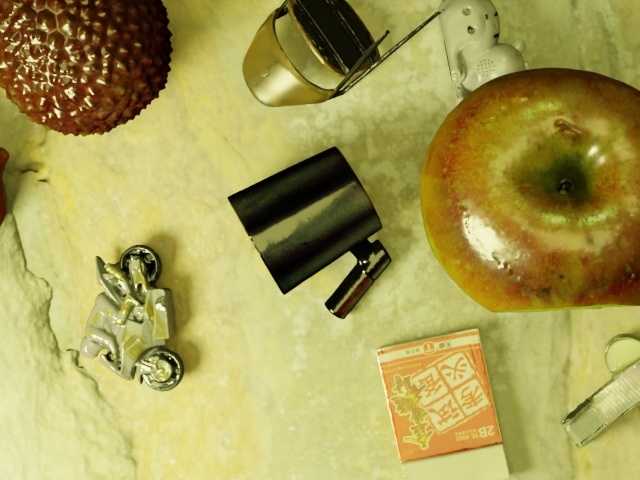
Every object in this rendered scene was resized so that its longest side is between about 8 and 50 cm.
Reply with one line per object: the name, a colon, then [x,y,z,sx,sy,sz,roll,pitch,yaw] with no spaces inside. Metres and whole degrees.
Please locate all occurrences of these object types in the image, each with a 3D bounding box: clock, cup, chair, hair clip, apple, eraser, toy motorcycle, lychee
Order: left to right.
lychee: [-0.350,-0.290,1.696,0.276,0.304,0.275,-13,62,26]
toy motorcycle: [-0.295,0.126,1.776,0.152,0.073,0.225,-13,89,6]
cup: [-0.008,-0.012,1.745,0.177,0.239,0.166,-31,45,-3]
chair: [0.014,-0.308,1.727,0.158,0.172,0.247,55,136,3]
eraser: [0.183,0.257,1.758,0.157,0.038,0.230,-12,87,3]
clock: [0.242,-0.291,1.743,0.117,0.080,0.176,-12,89,4]
apple: [0.325,-0.050,1.607,0.384,0.374,0.374,27,91,9]
hair clip: [0.456,0.226,1.725,0.218,0.071,0.159,-41,92,8]

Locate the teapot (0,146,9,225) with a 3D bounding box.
teapot: [-0.575,-0.067,1.781,0.252,0.135,0.178,-25,117,21]
